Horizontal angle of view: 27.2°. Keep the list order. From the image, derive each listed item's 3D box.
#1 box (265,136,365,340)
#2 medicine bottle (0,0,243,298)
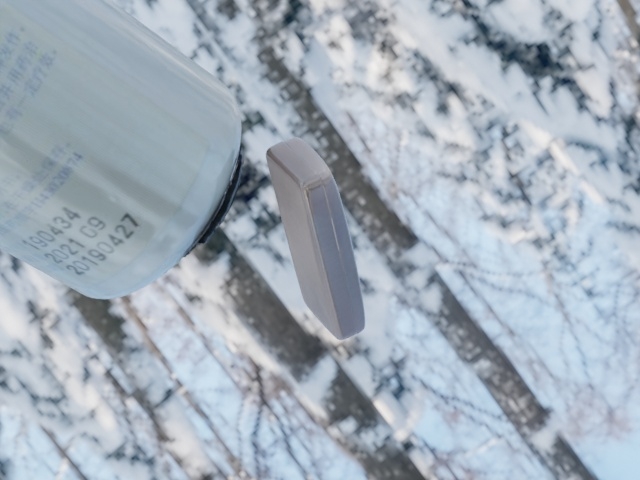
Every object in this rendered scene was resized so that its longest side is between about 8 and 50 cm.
[{"bbox_3d":[0.000,0.000,0.712,0.025,0.115,0.048,-28,-140,-17],"label":"box"},{"bbox_3d":[-0.174,-0.085,0.660,0.143,0.258,0.143,-30,-139,31],"label":"medicine bottle"}]
